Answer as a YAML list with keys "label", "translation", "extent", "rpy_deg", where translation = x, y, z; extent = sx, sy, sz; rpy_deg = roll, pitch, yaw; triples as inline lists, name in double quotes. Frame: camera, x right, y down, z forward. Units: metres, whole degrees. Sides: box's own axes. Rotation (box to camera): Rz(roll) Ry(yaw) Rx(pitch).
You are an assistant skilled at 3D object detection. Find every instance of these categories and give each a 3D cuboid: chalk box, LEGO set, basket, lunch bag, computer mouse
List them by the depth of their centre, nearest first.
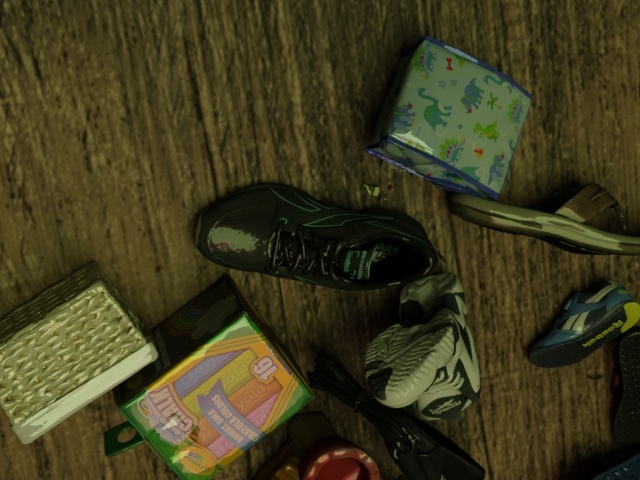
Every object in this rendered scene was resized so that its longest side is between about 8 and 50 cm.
- label: "basket"
  translation: [-0.267, 0.111, 1.342]
  extent: [0.167, 0.113, 0.103]
  rpy_deg: [-34, 108, -5]
- label: "chalk box"
  translation: [-0.136, 0.164, 1.379]
  extent: [0.213, 0.132, 0.132]
  rpy_deg: [-38, 111, 1]
- label: "lunch bag"
  translation: [0.142, -0.127, 1.385]
  extent: [0.151, 0.096, 0.128]
  rpy_deg: [22, 80, -11]
- label: "LEGO set"
  translation: [0.085, -0.079, 1.432]
  extent: [0.054, 0.023, 0.083]
  rpy_deg: [21, 98, -19]
- label: "computer mouse"
  translation: [0.074, 0.212, 1.451]
  extent: [0.060, 0.184, 0.262]
  rpy_deg: [-53, 148, 0]

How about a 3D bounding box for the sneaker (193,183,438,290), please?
- label: "sneaker"
  translation: [0.000, 0.000, 1.389]
  extent: [0.267, 0.106, 0.101]
  rpy_deg: [3, 105, -14]

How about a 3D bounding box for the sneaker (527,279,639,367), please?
- label: "sneaker"
  translation: [0.306, 0.100, 1.529]
  extent: [0.144, 0.059, 0.053]
  rpy_deg: [-33, 139, 13]

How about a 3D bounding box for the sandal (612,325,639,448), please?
- label: "sandal"
  translation: [0.383, 0.173, 1.566]
  extent: [0.067, 0.040, 0.179]
  rpy_deg: [-8, 118, -2]

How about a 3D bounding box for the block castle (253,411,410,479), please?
- label: "block castle"
  translation: [0.073, 0.437, 1.467]
  extent: [0.453, 0.213, 0.303]
  rpy_deg: [40, 92, -21]

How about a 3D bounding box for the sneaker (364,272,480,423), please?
- label: "sneaker"
  translation: [0.121, 0.151, 1.403]
  extent: [0.094, 0.235, 0.153]
  rpy_deg: [-14, 110, 16]

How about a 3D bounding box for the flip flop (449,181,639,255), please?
- label: "flip flop"
  translation: [0.279, -0.032, 1.465]
  extent: [0.277, 0.112, 0.080]
  rpy_deg: [13, 86, -12]

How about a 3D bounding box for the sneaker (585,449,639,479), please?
- label: "sneaker"
  translation: [0.389, 0.302, 1.593]
  extent: [0.232, 0.090, 0.081]
  rpy_deg: [-11, 67, -30]
